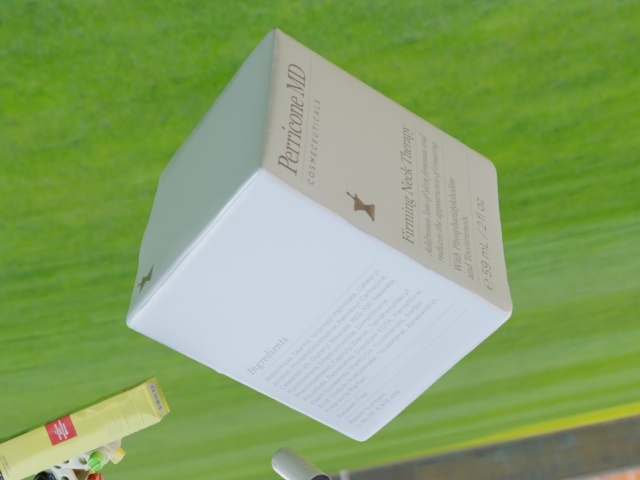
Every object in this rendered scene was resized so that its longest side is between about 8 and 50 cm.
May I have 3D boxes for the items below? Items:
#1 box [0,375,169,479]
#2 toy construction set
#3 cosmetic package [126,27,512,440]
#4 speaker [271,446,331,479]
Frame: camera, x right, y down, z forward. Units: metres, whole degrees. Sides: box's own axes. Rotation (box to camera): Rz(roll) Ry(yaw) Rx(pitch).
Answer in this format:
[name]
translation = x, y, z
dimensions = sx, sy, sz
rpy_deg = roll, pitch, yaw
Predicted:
[box]
translation = -0.320, 0.252, 1.544
dimensions = 0.232, 0.058, 0.087
rpy_deg = -22, 180, 3
[toy construction set]
translation = -0.411, 0.454, 2.143
dimensions = 0.215, 0.328, 0.151
rpy_deg = -16, -173, 16
[cosmetic package]
translation = 0.000, 0.000, 1.593
dimensions = 0.393, 0.329, 0.327
rpy_deg = 29, 126, -21
[speaker]
translation = -0.035, 0.430, 2.152
dimensions = 0.055, 0.055, 0.136
rpy_deg = -3, -166, -31
